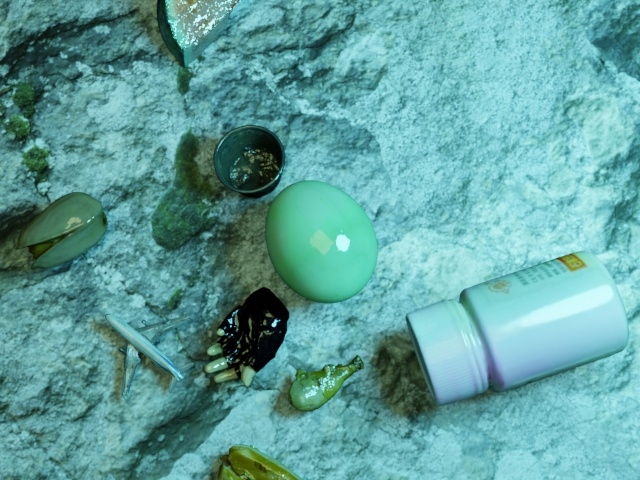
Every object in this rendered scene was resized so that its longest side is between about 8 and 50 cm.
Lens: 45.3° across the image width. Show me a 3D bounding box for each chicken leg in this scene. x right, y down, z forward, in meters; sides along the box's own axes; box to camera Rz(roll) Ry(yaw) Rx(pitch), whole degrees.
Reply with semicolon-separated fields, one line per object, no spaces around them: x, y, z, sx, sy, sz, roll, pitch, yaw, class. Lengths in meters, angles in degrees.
0.010;0.288;1.600;0.178;0.070;0.093;-28;70;-10;chicken leg

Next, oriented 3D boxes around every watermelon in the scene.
-0.271;-0.568;1.787;0.226;0.148;0.318;10;79;-1;watermelon

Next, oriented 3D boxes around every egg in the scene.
0.000;0.000;1.584;0.221;0.220;0.269;-24;71;-2;egg

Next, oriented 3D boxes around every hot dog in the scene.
-0.093;0.506;1.551;0.270;0.072;0.109;28;82;12;hot dog

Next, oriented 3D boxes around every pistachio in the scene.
-0.561;-0.019;1.676;0.206;0.131;0.129;-37;104;-6;pistachio

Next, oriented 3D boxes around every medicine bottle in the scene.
0.380;0.177;1.516;0.389;0.219;0.219;-20;76;0;medicine bottle

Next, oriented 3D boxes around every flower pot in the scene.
-0.149;-0.162;1.694;0.158;0.107;0.157;-2;74;5;flower pot

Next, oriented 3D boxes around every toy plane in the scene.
-0.374;0.229;1.643;0.226;0.058;0.226;38;86;15;toy plane

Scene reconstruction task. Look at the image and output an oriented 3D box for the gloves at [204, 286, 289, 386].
-0.157;0.215;1.604;0.203;0.124;0.164;-50;47;17;gloves
